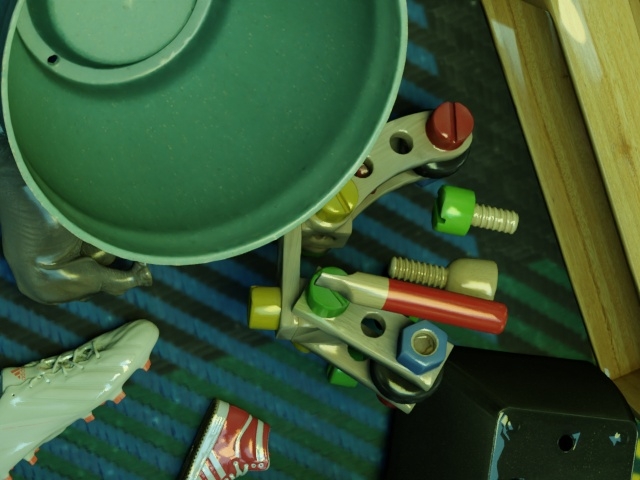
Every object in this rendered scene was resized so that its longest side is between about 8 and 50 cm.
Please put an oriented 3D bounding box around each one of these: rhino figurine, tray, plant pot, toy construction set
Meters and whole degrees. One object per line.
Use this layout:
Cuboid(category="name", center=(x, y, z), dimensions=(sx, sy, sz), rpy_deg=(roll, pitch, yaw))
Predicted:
Cuboid(category="rhino figurine", center=(-0.223, -0.058, 1.448), dimensions=(0.106, 0.073, 0.243), rpy_deg=(-21, 107, -9))
Cuboid(category="tray", center=(0.245, -0.034, 1.490), dimensions=(0.076, 0.203, 0.411), rpy_deg=(-23, 109, -6))
Cuboid(category="plant pot", center=(0.169, 0.197, 1.536), dimensions=(0.187, 0.167, 0.188), rpy_deg=(8, 93, -16))
Cuboid(category="toy construction set", center=(0.000, 0.000, 1.408), dimensions=(0.237, 0.309, 0.257), rpy_deg=(12, 94, -10))
Cuboid(category="plant pot", center=(-0.112, -0.156, 1.280), dimensions=(0.293, 0.196, 0.293), rpy_deg=(-13, 121, -23))

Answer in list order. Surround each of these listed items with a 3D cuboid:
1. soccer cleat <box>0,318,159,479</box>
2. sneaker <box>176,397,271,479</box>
Cuboid(category="soccer cleat", center=(-0.222, 0.122, 1.503), dimensions=(0.196, 0.068, 0.076), rpy_deg=(-38, 106, 3))
Cuboid(category="sneaker", center=(-0.084, 0.201, 1.566), dimensions=(0.067, 0.042, 0.118), rpy_deg=(23, 97, -14))
